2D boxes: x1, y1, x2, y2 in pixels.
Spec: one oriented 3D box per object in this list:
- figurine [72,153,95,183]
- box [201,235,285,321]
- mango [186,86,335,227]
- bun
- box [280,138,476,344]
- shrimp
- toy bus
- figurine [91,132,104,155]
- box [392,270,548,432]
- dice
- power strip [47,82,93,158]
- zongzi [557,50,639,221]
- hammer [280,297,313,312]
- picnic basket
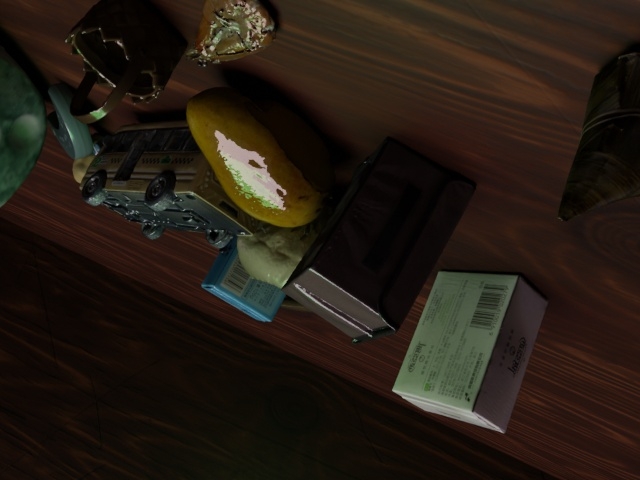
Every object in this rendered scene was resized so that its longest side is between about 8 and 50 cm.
[{"bbox_3d":[-0.512,-0.166,1.510,0.114,0.108,0.196,34,180,10],"label":"figurine"},{"bbox_3d":[-0.117,0.029,1.260,0.142,0.232,0.083,35,160,-23],"label":"box"},{"bbox_3d":[-0.089,-0.127,0.947,0.167,0.130,0.262,-22,124,27],"label":"mango"},{"bbox_3d":[0.000,0.000,1.114,0.287,0.146,0.287,7,-164,-2],"label":"bun"},{"bbox_3d":[0.078,0.002,0.914,0.153,0.252,0.188,34,159,-4],"label":"box"},{"bbox_3d":[-0.122,-0.266,0.798,0.091,0.043,0.184,43,150,-23],"label":"shrimp"},{"bbox_3d":[-0.263,-0.113,1.137,0.365,0.202,0.177,6,158,40],"label":"toy bus"},{"bbox_3d":[-0.454,-0.192,1.375,0.149,0.087,0.086,20,-162,21],"label":"figurine"},{"bbox_3d":[0.272,0.192,1.140,0.111,0.260,0.194,33,162,-31],"label":"box"},{"bbox_3d":[-0.769,-0.249,1.208,0.330,0.348,0.328,21,158,13],"label":"dice"},{"bbox_3d":[-0.531,-0.236,1.321,0.137,0.044,0.216,61,155,-2],"label":"power strip"},{"bbox_3d":[0.310,-0.051,0.560,0.187,0.184,0.084,28,157,-5],"label":"zongzi"},{"bbox_3d":[0.020,0.207,1.844,0.168,0.044,0.440,37,158,-31],"label":"hammer"},{"bbox_3d":[-0.283,-0.238,0.857,0.128,0.178,0.138,5,152,46],"label":"picnic basket"}]
